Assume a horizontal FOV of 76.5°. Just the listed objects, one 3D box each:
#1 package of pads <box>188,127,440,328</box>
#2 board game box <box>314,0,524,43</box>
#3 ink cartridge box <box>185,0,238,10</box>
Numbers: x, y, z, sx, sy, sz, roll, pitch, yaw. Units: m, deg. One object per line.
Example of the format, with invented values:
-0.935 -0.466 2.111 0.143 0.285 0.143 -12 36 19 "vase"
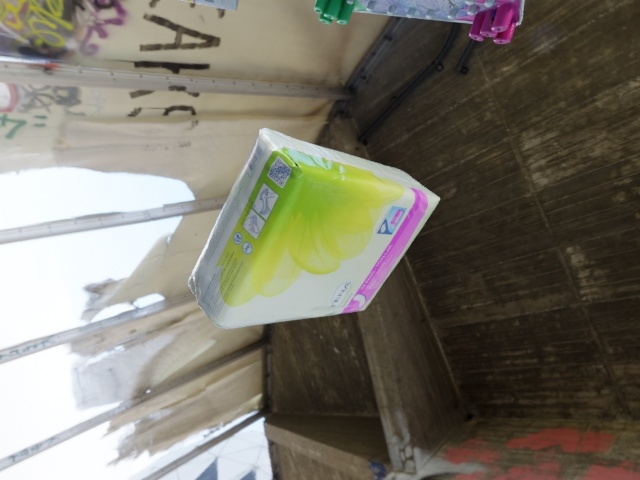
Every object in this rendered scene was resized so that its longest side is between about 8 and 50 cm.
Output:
0.000 0.000 0.541 0.101 0.297 0.229 48 -62 34 "package of pads"
0.098 -0.427 0.606 0.390 0.390 0.050 19 -85 23 "board game box"
-0.222 -0.449 0.650 0.104 0.182 0.061 115 -19 -65 "ink cartridge box"
